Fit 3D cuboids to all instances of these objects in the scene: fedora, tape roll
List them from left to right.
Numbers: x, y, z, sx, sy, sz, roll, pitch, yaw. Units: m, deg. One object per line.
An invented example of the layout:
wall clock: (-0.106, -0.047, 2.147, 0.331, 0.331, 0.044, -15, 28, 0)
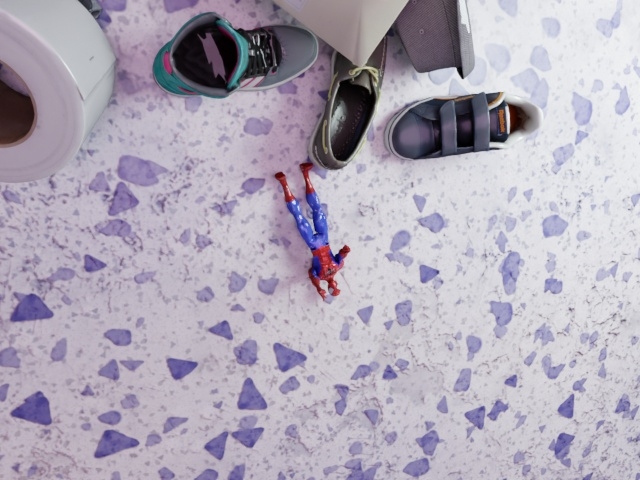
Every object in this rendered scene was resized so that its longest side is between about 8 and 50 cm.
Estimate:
tape roll: (-0.430, -0.225, 0.651, 0.245, 0.169, 0.246, -3, 128, -4)
fedora: (0.191, -0.419, 0.851, 0.124, 0.244, 0.276, -12, 115, 16)

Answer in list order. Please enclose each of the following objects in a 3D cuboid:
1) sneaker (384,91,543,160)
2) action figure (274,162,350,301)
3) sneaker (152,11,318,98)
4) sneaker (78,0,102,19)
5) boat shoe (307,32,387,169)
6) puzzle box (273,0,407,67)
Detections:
sneaker: (0.295, -0.236, 0.958, 0.320, 0.127, 0.126, -16, 110, -12)
action figure: (0.000, 0.000, 0.920, 0.091, 0.139, 0.281, -23, 112, -10)
sneaker: (-0.125, -0.304, 0.771, 0.295, 0.178, 0.124, -17, 109, -13)
sneaker: (-0.376, -0.423, 0.705, 0.153, 0.101, 0.269, 40, 95, -23)
boat shoe: (0.065, -0.277, 0.881, 0.109, 0.091, 0.305, 17, 93, -23)
puzzle box: (-0.018, -0.500, 0.711, 0.408, 0.052, 0.272, 36, 116, -6)
